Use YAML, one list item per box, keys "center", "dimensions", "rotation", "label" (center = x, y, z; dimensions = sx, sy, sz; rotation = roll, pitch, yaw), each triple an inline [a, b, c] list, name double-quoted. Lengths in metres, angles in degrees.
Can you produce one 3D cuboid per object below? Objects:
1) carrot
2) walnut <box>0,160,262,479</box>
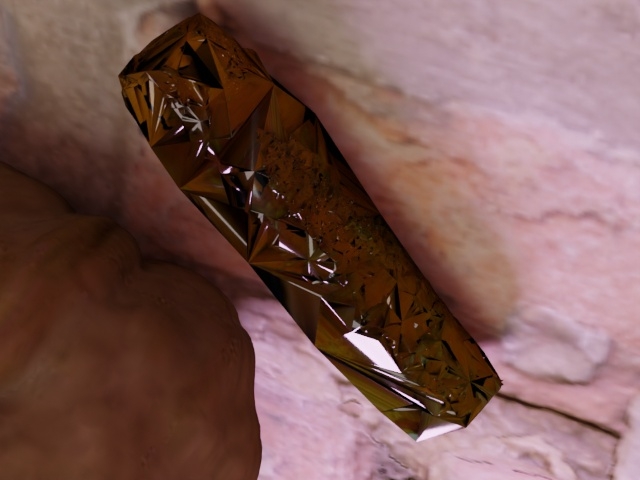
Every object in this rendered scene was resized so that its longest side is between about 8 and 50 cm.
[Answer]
- center: [-0.001, 0.001, 0.644]
  dimensions: [0.069, 0.069, 0.229]
  rotation: [-17, 122, 40]
  label: "carrot"
- center: [-0.189, 0.101, 0.704]
  dimensions: [0.296, 0.285, 0.285]
  rotation: [34, 139, 5]
  label: "walnut"
